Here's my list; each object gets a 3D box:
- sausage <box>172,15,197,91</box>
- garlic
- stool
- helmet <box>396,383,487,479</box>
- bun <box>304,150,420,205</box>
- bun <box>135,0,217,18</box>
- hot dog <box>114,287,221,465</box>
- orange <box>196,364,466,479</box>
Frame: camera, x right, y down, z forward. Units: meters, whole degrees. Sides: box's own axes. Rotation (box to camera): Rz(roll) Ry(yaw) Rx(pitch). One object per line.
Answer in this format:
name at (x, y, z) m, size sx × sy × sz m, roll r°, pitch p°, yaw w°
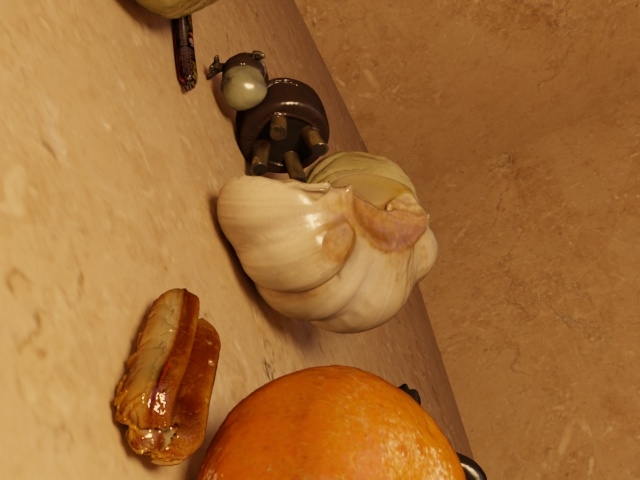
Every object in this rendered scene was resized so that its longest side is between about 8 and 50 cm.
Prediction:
sausage at (-0.167, -0.246, 1.054) m, size 0.028 × 0.025 × 0.198 m, roll 55°, pitch 17°, yaw -45°
garlic at (0.004, 0.016, 0.986) m, size 0.281 × 0.203 × 0.185 m, roll -4°, pitch 97°, yaw -43°
stool at (-0.066, -0.164, 1.161) m, size 0.217 × 0.125 × 0.121 m, roll 49°, pitch 21°, yaw -36°
helmet at (0.071, 0.243, 0.792) m, size 0.189 × 0.193 × 0.216 m, roll 27°, pitch 54°, yaw -84°
bun at (0.036, -0.004, 1.224) m, size 0.244 × 0.153 × 0.244 m, roll 11°, pitch -78°, yaw 64°
bun at (-0.155, -0.422, 0.905) m, size 0.352 × 0.227 × 0.349 m, roll -93°, pitch 161°, yaw -56°
hot dog at (-0.103, 0.093, 0.604) m, size 0.165 × 0.045 × 0.071 m, roll -89°, pitch 157°, yaw -66°
orange at (0.008, 0.203, 0.607) m, size 0.224 × 0.170 × 0.224 m, roll 30°, pitch 43°, yaw -33°
